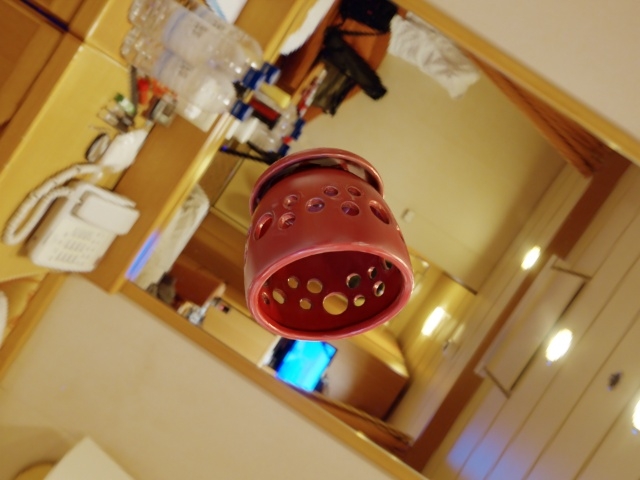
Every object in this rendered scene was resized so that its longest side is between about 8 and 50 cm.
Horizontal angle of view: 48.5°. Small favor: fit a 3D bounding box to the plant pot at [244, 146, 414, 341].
[{"bbox_3d":[0.000,0.000,0.840,0.191,0.191,0.174,-57,-146,42],"label":"plant pot"}]
